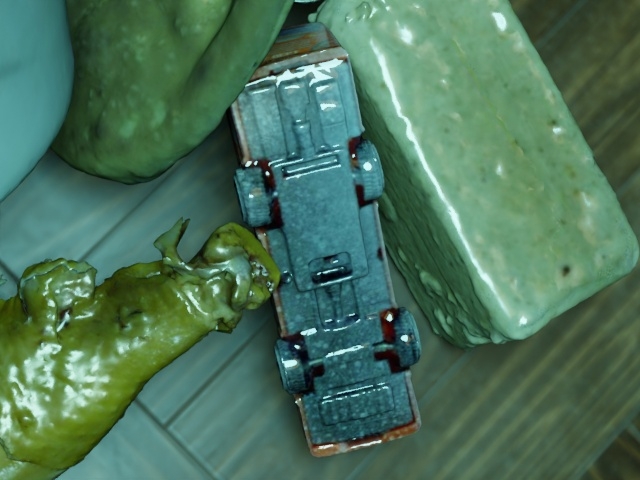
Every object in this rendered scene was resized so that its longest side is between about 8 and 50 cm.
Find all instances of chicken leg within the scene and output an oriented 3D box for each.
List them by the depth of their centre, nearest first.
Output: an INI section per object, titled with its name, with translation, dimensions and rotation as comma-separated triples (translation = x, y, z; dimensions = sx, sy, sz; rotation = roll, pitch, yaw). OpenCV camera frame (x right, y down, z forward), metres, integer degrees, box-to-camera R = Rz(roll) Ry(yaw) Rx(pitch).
[chicken leg]
translation = -0.112, 0.047, 0.759
dimensions = 0.207, 0.101, 0.085
rotation = -30, 123, 15

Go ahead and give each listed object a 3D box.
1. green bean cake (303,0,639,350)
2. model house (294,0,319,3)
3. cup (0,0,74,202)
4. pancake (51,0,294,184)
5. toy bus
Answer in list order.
[green bean cake]
translation = 0.064, -0.042, 0.821
dimensions = 0.085, 0.109, 0.179
rotation = -29, 92, -14
[model house]
translation = -0.030, -0.204, 0.799
dimensions = 0.167, 0.088, 0.117
rotation = 41, 73, 12
[cup]
translation = -0.234, -0.067, 0.665
dimensions = 0.347, 0.347, 0.163
rotation = -22, 121, -15
[pancake]
translation = -0.085, -0.145, 0.739
dimensions = 0.050, 0.242, 0.242
rotation = -5, 85, -44
[toy bus]
translation = 0.000, 0.000, 0.785
dimensions = 0.065, 0.077, 0.192
rotation = -14, 118, -3
